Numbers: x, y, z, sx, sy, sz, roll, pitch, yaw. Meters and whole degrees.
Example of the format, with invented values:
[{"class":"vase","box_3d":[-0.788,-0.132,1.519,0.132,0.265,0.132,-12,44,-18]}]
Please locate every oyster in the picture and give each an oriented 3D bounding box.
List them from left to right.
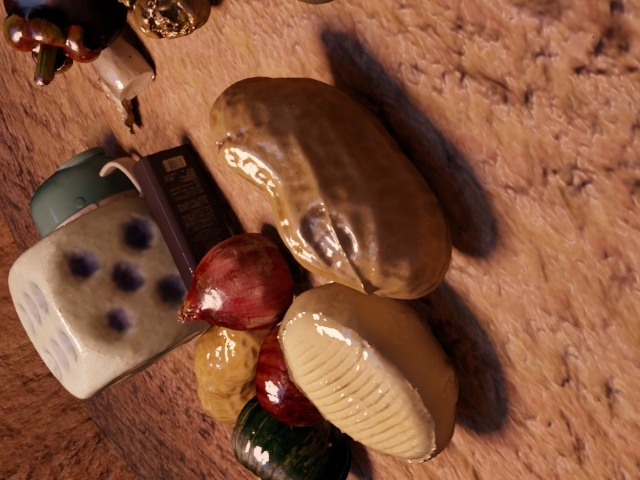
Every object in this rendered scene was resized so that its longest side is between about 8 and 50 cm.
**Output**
[{"class":"oyster","box_3d":[-0.361,-0.248,2.150,0.121,0.045,0.146,18,142,55]}]

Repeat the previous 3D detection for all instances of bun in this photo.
[{"class":"bun","box_3d":[0.078,0.160,1.582,0.287,0.146,0.287,34,153,20]}]

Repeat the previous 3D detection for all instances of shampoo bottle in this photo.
[{"class":"shampoo bottle","box_3d":[-0.200,-0.003,1.983,0.071,0.098,0.309,-36,78,53]}]

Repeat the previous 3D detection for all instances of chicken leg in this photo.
[{"class":"chicken leg","box_3d":[-0.226,-0.337,1.665,0.227,0.103,0.088,41,167,47]}]

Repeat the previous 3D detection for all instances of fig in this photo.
[{"class":"fig","box_3d":[-0.022,0.223,1.861,0.148,0.149,0.202,21,-158,-36]}]

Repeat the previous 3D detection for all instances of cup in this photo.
[{"class":"cup","box_3d":[-0.411,-0.039,2.340,0.289,0.219,0.257,-36,84,41]}]

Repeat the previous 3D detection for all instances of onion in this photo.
[{"class":"onion","box_3d":[-0.136,0.076,1.872,0.159,0.195,0.159,59,162,32]}]

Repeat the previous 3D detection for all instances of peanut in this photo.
[{"class":"peanut","box_3d":[-0.155,0.230,2.188,0.147,0.147,0.305,47,156,28]},{"class":"peanut","box_3d":[0.018,-0.070,1.395,0.174,0.158,0.340,-43,71,29]}]

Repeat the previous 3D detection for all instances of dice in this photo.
[{"class":"dice","box_3d":[-0.360,0.099,2.075,0.264,0.262,0.268,59,154,3]}]

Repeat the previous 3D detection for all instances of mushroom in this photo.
[{"class":"mushroom","box_3d":[-0.364,-0.328,2.005,0.223,0.081,0.092,49,179,22]}]

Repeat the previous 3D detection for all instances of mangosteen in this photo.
[{"class":"mangosteen","box_3d":[-0.403,-0.350,1.862,0.194,0.230,0.194,17,157,8]}]

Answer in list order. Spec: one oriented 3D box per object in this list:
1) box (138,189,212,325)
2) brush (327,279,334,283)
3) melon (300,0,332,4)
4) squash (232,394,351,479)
[{"class":"box","box_3d":[-0.228,0.013,2.148,0.269,0.079,0.135,57,158,7]},{"class":"brush","box_3d":[0.000,0.000,1.724,0.205,0.011,0.083,63,160,-6]},{"class":"melon","box_3d":[-0.003,-0.300,1.226,0.098,0.098,0.131,48,150,27]},{"class":"squash","box_3d":[-0.050,0.355,2.068,0.218,0.172,0.218,35,152,22]}]
